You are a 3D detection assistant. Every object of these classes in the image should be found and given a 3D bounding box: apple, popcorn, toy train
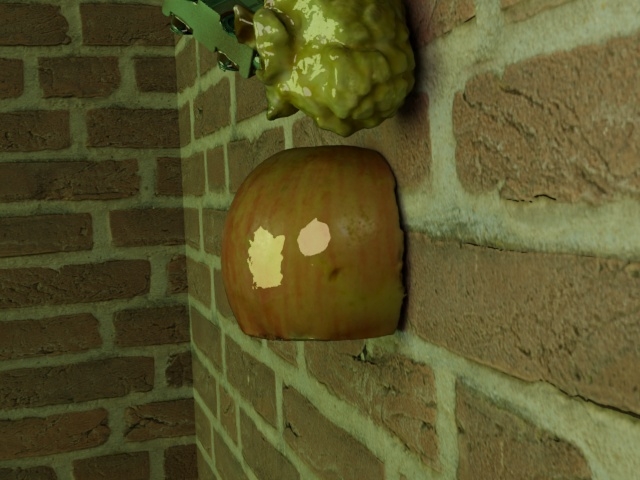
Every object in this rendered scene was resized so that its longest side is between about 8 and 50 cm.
[{"bbox_3d":[0.000,0.000,1.348,0.252,0.314,0.309,-10,-82,-65],"label":"apple"},{"bbox_3d":[0.014,-0.276,1.188,0.258,0.270,0.224,-49,-13,-42],"label":"popcorn"},{"bbox_3d":[-0.213,-0.494,1.871,0.326,0.159,0.129,40,146,17],"label":"toy train"}]
